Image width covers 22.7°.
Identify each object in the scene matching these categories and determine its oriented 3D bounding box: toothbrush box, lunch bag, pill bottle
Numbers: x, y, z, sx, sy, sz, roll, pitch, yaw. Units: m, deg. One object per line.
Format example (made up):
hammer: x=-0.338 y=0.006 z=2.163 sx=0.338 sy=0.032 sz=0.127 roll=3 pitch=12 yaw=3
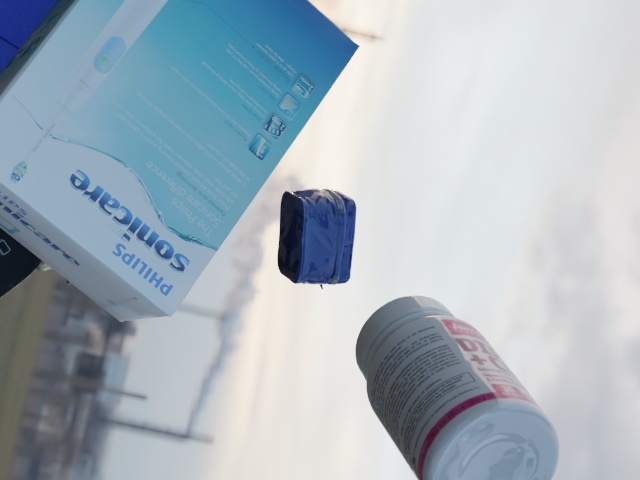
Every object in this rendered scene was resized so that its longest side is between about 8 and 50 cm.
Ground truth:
toothbrush box: x=-0.144 y=-0.111 z=1.325 sx=0.295 sy=0.216 sz=0.126 roll=-57 pitch=-161 yaw=-20
lunch bag: x=0.000 y=0.000 z=1.544 sx=0.067 sy=0.065 sz=0.098 roll=-143 pitch=-126 yaw=-62
pill bottle: x=0.147 y=0.186 z=1.837 sx=0.283 sy=0.160 sz=0.160 roll=-126 pitch=-134 yaw=-57

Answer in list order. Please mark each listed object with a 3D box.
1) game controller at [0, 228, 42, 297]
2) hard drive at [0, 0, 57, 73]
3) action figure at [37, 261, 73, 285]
game controller: x=-0.386 y=-0.069 z=1.466 sx=0.319 sy=0.166 sz=0.067 roll=59 pitch=-8 yaw=-26
hard drive: x=-0.243 y=-0.299 z=1.421 sx=0.040 sy=0.210 sz=0.319 roll=9 pitch=-110 yaw=56
action figure: x=-0.297 y=0.005 z=1.779 sx=0.232 sy=0.137 sz=0.063 roll=-19 pitch=-138 yaw=62
